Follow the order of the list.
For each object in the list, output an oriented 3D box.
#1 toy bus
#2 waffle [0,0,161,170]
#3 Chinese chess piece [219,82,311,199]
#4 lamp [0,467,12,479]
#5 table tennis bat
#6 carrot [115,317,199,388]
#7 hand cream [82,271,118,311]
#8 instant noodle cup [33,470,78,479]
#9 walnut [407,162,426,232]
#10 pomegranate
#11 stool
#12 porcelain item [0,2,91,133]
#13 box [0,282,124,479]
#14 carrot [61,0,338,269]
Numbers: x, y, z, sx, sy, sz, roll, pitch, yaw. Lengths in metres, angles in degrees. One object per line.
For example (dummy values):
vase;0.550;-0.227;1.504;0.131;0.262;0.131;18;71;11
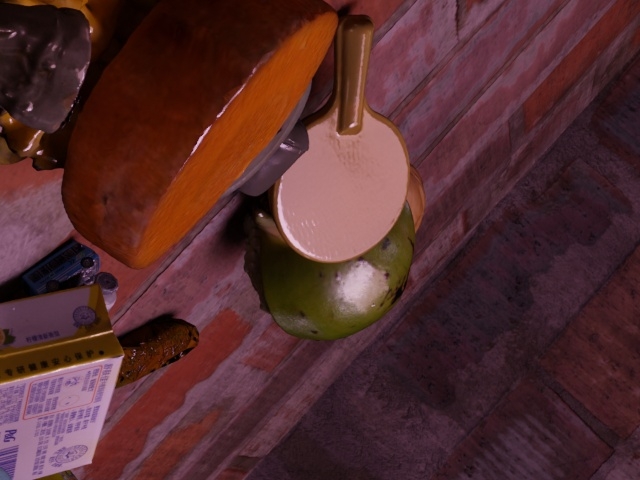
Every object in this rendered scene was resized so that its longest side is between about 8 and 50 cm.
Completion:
toy bus;-0.284;0.037;1.369;0.083;0.046;0.038;-37;160;-28
waffle;-0.137;-0.235;0.991;0.380;0.095;0.382;-33;156;-48
Chinese chess piece;-0.113;-0.133;1.328;0.238;0.092;0.238;-43;166;-14
lamp;-0.436;0.271;1.267;0.209;0.147;0.284;-36;137;26
table tennis bat;0.032;-0.123;1.569;0.198;0.050;0.320;-5;110;-26
carrot;-0.254;0.160;1.751;0.229;0.069;0.069;-23;152;-56
hand cream;-0.299;0.108;1.538;0.194;0.042;0.067;-53;174;38
instant noodle cup;-0.408;0.419;1.807;0.205;0.153;0.205;-44;166;-13
walnut;0.082;-0.050;1.989;0.197;0.165;0.165;-52;166;27
pomegranate;0.000;0.000;1.740;0.260;0.260;0.340;-48;149;-2
stool;-0.075;-0.112;1.491;0.110;0.096;0.096;-47;167;19
porcelain item;-0.258;-0.134;0.796;0.216;0.069;0.081;12;133;-30
box;-0.326;0.172;1.392;0.168;0.097;0.265;-13;150;-26
carrot;-0.108;-0.101;1.074;0.258;0.100;0.307;-38;166;-49
